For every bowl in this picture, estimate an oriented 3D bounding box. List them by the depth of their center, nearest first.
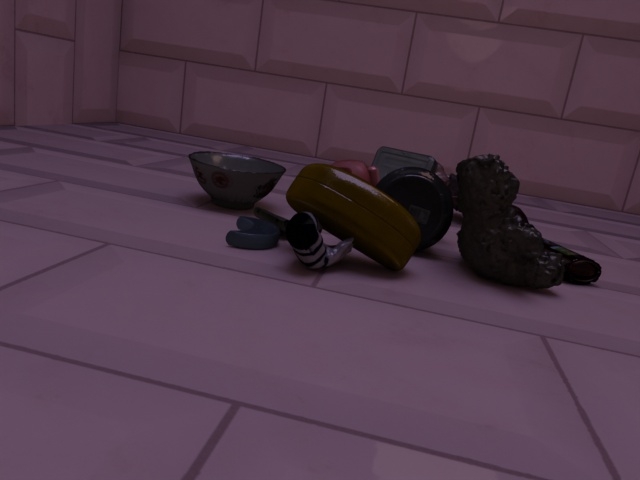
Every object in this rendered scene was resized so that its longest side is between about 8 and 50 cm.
[{"bbox_3d":[-0.294,-0.200,1.850,0.336,0.158,0.337,9,16,-3],"label":"bowl"}]

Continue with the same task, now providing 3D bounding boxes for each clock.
[{"bbox_3d":[0.067,-0.195,1.896,0.227,0.143,0.241,6,26,34],"label":"clock"}]

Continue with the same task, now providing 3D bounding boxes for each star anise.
[{"bbox_3d":[0.601,-0.176,2.233,0.331,0.118,0.332,39,-3,2],"label":"star anise"}]

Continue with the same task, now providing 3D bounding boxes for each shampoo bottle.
[{"bbox_3d":[0.728,0.045,1.688,0.129,0.084,0.323,8,14,-14],"label":"shampoo bottle"}]

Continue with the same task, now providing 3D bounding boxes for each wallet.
[{"bbox_3d":[-0.120,-0.052,1.593,0.110,0.040,0.155,25,0,-43],"label":"wallet"}]

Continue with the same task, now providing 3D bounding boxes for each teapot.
[{"bbox_3d":[0.313,-0.112,1.711,0.299,0.254,0.344,-2,8,10],"label":"teapot"}]

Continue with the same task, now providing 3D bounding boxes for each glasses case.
[{"bbox_3d":[0.090,-0.077,1.390,0.371,0.141,0.173,32,-14,11],"label":"glasses case"}]

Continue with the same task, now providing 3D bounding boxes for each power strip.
[{"bbox_3d":[-0.180,-0.023,1.480,0.137,0.044,0.216,10,15,0],"label":"power strip"}]

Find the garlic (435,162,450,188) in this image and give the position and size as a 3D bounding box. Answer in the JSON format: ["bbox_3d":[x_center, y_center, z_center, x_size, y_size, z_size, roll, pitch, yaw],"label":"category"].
[{"bbox_3d":[0.416,-0.213,2.159,0.244,0.245,0.160,19,16,33],"label":"garlic"}]

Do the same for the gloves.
[{"bbox_3d":[-0.006,0.014,1.337,0.140,0.131,0.219,28,-14,28],"label":"gloves"}]

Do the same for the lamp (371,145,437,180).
[{"bbox_3d":[0.298,-0.223,2.091,0.268,0.267,0.047,20,-2,37],"label":"lamp"}]

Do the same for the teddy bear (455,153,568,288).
[{"bbox_3d":[0.484,-0.070,1.443,0.224,0.368,0.357,-16,31,-15],"label":"teddy bear"}]
